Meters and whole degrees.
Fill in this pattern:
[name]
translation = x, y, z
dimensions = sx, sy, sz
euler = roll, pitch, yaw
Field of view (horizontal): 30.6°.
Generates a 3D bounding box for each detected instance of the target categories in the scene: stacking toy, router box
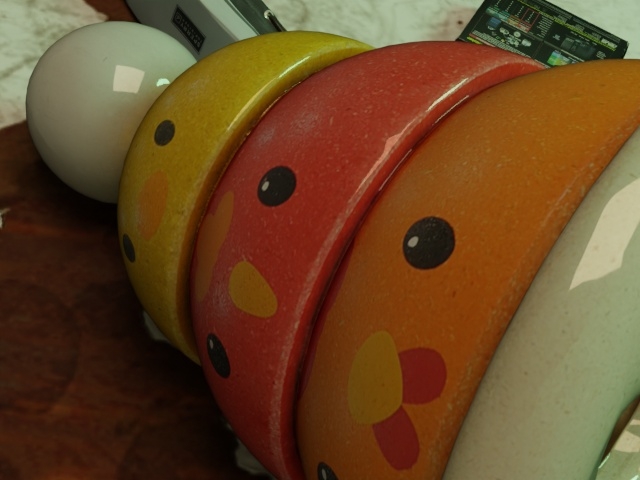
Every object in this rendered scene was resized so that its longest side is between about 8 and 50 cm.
[stacking toy]
translation = 0.000, 0.000, 0.673
dimensions = 0.479, 0.351, 0.350
euler = 26, 50, 30
[router box]
translation = 0.174, -0.147, 0.934
dimensions = 0.122, 0.038, 0.092
euler = 29, 52, 9

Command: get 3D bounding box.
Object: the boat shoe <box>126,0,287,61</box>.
[boat shoe]
translation = -0.079, -0.179, 0.876
dimensions = 0.076, 0.080, 0.228
euler = -12, 53, -42
